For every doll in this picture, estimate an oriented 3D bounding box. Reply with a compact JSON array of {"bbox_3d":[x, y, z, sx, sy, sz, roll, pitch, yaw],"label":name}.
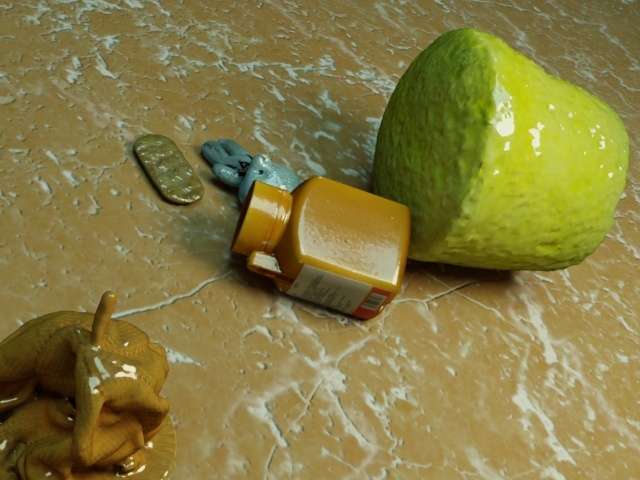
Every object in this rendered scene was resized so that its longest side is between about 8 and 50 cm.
[{"bbox_3d":[-0.100,-0.107,1.326,0.120,0.075,0.180,-24,60,-36],"label":"doll"}]

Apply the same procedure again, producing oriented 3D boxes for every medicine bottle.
[{"bbox_3d":[0.000,0.000,1.217,0.222,0.112,0.149,19,57,-10],"label":"medicine bottle"}]

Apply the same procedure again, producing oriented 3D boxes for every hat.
[{"bbox_3d":[-0.237,0.120,0.881,0.244,0.233,0.233,42,41,16],"label":"hat"}]

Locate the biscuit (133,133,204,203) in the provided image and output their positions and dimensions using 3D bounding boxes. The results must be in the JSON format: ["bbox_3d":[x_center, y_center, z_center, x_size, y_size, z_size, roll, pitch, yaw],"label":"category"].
[{"bbox_3d":[-0.219,-0.104,1.302,0.071,0.018,0.147,-12,52,-36],"label":"biscuit"}]

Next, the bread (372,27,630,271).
[{"bbox_3d":[0.256,-0.120,1.343,0.308,0.348,0.348,12,41,-26],"label":"bread"}]
